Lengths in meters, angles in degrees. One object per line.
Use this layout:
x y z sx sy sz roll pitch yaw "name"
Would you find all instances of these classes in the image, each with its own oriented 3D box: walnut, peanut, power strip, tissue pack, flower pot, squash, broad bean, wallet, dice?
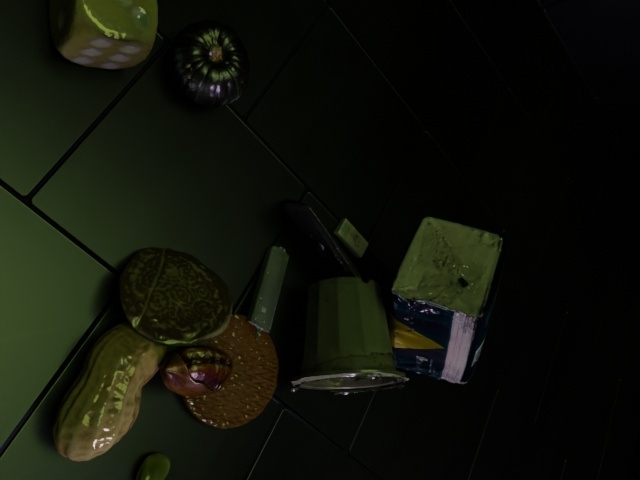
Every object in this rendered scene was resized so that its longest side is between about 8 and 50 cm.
-0.253 0.262 1.246 0.207 0.115 0.116 29 63 -62 "walnut"
-0.398 0.274 1.184 0.147 0.147 0.306 38 59 -30 "peanut"
-0.126 0.125 1.474 0.060 0.027 0.253 37 51 -32 "power strip"
0.324 0.168 1.612 0.417 0.253 0.264 83 28 -56 "tissue pack"
0.069 0.235 1.506 0.290 0.290 0.259 17 62 -37 "flower pot"
0.086 -0.006 1.701 0.108 0.023 0.056 46 57 -27 "tissue pack"
-0.249 -0.403 1.396 0.193 0.156 0.193 17 52 -23 "squash"
-0.343 0.473 1.255 0.083 0.045 0.063 -49 115 -42 "broad bean"
0.000 0.000 1.543 0.052 0.168 0.245 -41 111 -13 "wallet"
-0.436 -0.454 1.231 0.166 0.169 0.170 -1 84 -39 "dice"

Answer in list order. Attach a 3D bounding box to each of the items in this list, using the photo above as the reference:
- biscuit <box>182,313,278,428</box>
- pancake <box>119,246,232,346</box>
-0.207 0.295 1.399 0.261 0.037 0.262 8 78 -40 "biscuit"
-0.296 0.113 1.272 0.250 0.031 0.250 22 38 -19 "pancake"
